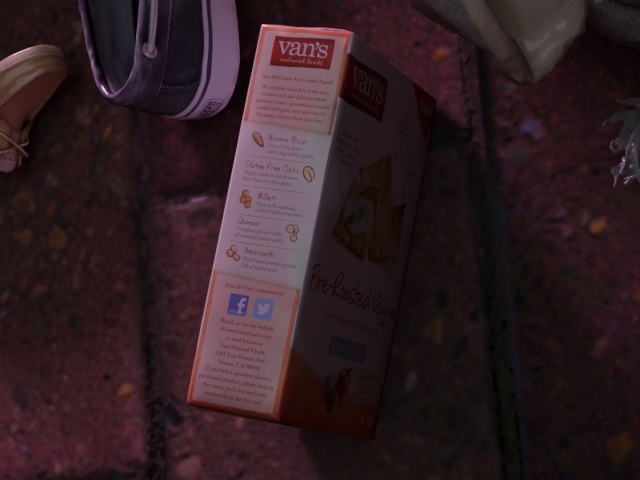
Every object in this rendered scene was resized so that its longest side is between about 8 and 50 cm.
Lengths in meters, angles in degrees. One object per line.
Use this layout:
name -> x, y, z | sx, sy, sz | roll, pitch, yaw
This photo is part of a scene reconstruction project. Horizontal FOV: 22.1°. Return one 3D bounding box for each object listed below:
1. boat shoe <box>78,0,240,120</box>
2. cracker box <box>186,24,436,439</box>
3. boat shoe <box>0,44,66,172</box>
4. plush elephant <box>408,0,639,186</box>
boat shoe -> -0.136, -0.229, 1.133 | 0.108, 0.102, 0.301 | -20, 73, 44
cracker box -> 0.000, 0.000, 1.012 | 0.067, 0.156, 0.232 | 7, 83, 24
boat shoe -> -0.239, -0.072, 1.184 | 0.170, 0.063, 0.059 | -40, 70, 22
plush elephant -> 0.147, -0.199, 0.919 | 0.255, 0.272, 0.330 | 14, 105, -17
